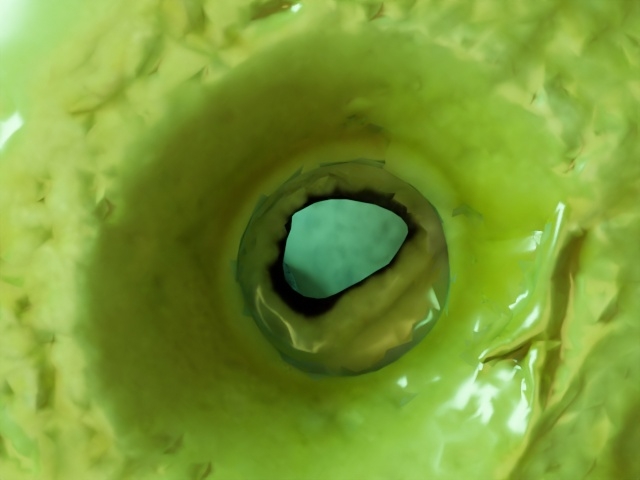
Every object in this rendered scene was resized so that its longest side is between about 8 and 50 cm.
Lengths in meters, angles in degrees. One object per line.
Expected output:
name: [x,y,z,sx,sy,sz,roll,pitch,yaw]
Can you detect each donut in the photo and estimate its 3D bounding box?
donut: [0.000,0.000,0.712,0.449,0.198,0.448,0,99,-2]

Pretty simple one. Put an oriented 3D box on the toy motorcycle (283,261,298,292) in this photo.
toy motorcycle: [-0.143,0.036,0.857,0.254,0.092,0.135,-22,98,3]
